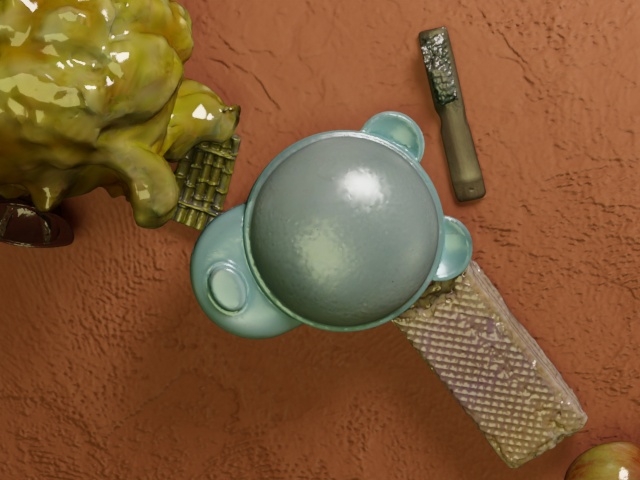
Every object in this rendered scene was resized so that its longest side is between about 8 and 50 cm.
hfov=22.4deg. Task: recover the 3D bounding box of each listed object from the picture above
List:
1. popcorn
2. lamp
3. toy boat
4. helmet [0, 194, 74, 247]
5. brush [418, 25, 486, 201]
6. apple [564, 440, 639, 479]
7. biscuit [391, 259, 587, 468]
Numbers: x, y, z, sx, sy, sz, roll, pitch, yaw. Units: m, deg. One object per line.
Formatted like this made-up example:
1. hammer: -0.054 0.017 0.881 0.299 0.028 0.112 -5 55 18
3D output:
1. popcorn: -0.262 -0.169 1.597 0.336 0.274 0.279 -6 136 4
2. lamp: -0.001 0.001 1.688 0.284 0.147 0.209 -24 93 16
3. toy boat: -0.129 -0.068 1.755 0.063 0.016 0.115 18 112 2
4. helmet: -0.320 -0.037 1.776 0.111 0.057 0.089 7 147 1
5. brush: 0.137 -0.128 1.687 0.034 0.027 0.190 -10 109 14
6. apple: 0.319 0.276 1.757 0.102 0.126 0.126 -2 111 36
7. biscuit: 0.183 0.130 1.757 0.108 0.062 0.239 -35 102 17
